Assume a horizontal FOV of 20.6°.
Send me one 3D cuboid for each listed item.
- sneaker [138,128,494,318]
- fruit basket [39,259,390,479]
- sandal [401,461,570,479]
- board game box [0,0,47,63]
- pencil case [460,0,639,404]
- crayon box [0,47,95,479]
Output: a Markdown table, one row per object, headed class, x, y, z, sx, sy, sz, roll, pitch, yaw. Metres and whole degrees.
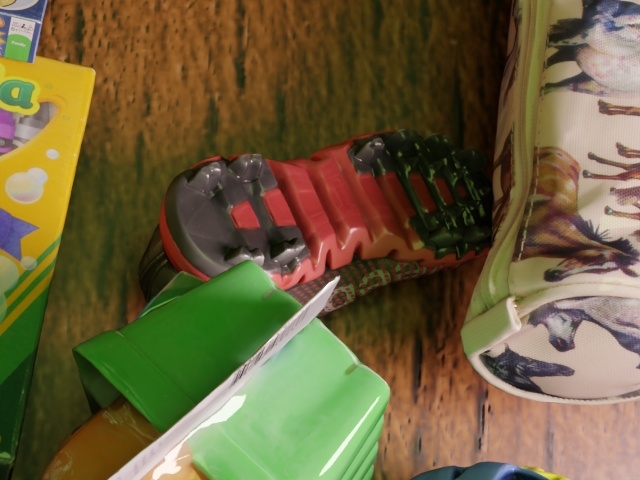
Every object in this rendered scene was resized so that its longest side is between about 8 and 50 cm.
| class | x | y | z | sx | sy | sz | roll | pitch | yaw |
| --- | --- | --- | --- | --- | --- | --- | --- | --- | --- |
| sneaker | 0.000 | 0.000 | 1.128 | 0.276 | 0.135 | 0.098 | -9 | 66 | -37 |
| fruit basket | -0.129 | 0.176 | 0.949 | 0.353 | 0.327 | 0.165 | -37 | 74 | -14 |
| sandal | 0.115 | 0.187 | 1.005 | 0.138 | 0.317 | 0.126 | 17 | 77 | -39 |
| board game box | -0.229 | -0.201 | 1.102 | 0.136 | 0.035 | 0.201 | 12 | 45 | -10 |
| pencil case | 0.182 | -0.096 | 1.115 | 0.183 | 0.160 | 0.410 | 18 | 63 | -19 |
| crayon box | -0.252 | -0.018 | 1.029 | 0.203 | 0.083 | 0.323 | 12 | 55 | -9 |
